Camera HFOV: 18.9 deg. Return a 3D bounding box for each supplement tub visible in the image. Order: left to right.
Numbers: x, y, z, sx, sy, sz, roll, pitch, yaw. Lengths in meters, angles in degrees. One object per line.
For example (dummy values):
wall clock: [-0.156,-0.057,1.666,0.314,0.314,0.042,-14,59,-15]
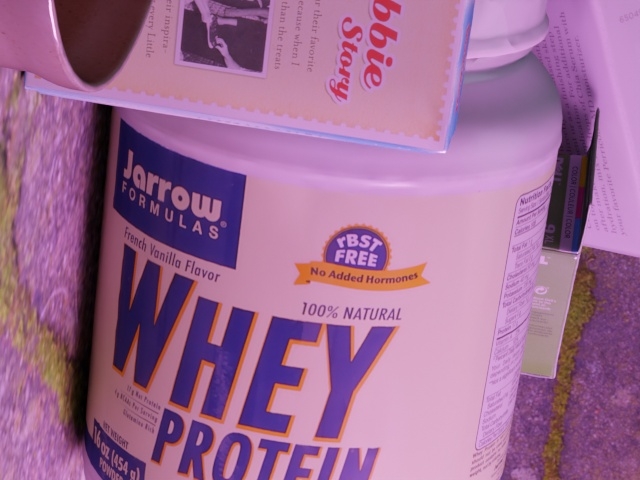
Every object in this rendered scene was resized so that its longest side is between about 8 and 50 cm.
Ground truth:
supplement tub: [0.000,0.000,1.028,0.235,0.235,0.325,-66,164,-69]

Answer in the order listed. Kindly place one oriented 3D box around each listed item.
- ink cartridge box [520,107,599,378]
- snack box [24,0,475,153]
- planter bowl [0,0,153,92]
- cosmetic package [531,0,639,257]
ink cartridge box: [0.174,0.001,1.525,0.209,0.062,0.109,94,8,-48]
snack box: [-0.014,-0.206,0.791,0.060,0.187,0.322,-65,164,-71]
planter bowl: [-0.097,-0.124,0.482,0.162,0.109,0.162,9,90,-85]
cosmetic package: [0.194,-0.139,1.703,0.453,0.161,0.230,15,-56,61]
